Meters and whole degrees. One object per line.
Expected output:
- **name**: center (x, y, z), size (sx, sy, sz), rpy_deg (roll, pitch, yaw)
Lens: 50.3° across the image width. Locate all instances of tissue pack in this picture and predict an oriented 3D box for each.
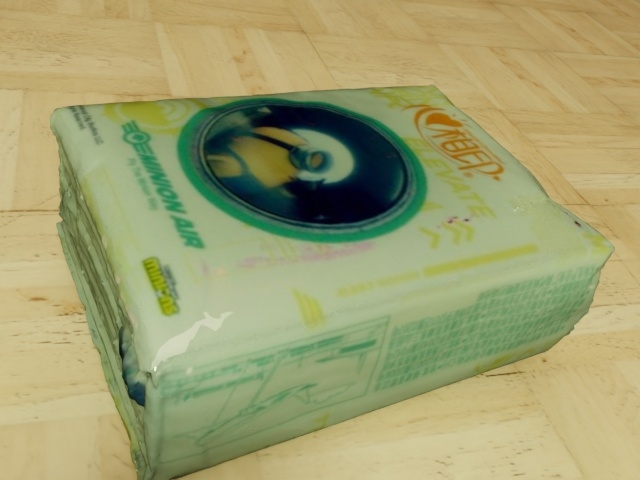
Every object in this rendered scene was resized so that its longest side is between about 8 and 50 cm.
- **tissue pack**: center (0.000, 0.000, 0.580), size (0.388, 0.162, 0.287), rpy_deg (-10, 46, -28)
